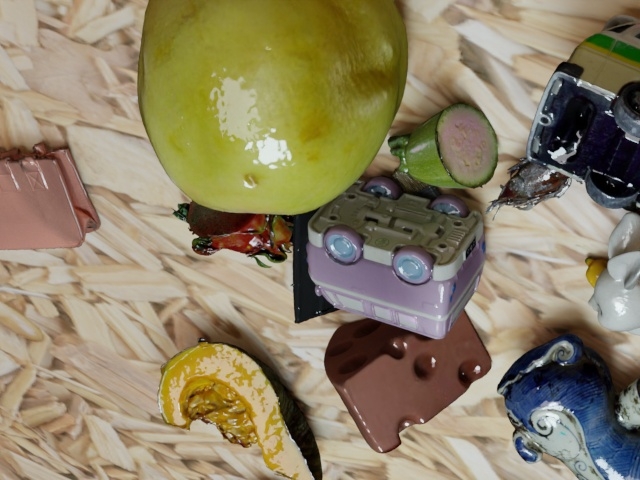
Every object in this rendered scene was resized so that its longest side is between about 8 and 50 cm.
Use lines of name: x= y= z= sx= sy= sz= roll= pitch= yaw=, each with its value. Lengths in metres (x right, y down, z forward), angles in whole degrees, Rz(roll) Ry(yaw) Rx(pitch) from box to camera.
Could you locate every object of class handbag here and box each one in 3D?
handbag: x=-0.441 y=-0.064 z=1.865 sx=0.213 sy=0.059 sz=0.157 roll=-2 pitch=120 yaw=29

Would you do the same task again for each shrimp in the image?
shrimp: x=0.254 y=-0.070 z=1.475 sx=0.165 sy=0.065 sz=0.056 roll=-30 pitch=71 yaw=44

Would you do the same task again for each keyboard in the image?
keyboard: x=0.000 y=0.000 z=1.652 sx=0.017 sy=0.087 sz=0.250 roll=48 pitch=145 yaw=46

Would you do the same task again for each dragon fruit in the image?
dragon fruit: x=-0.095 y=-0.022 z=1.658 sx=0.175 sy=0.138 sz=0.142 roll=34 pitch=171 yaw=-21

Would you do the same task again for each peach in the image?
peach: x=-0.064 y=-0.195 z=1.419 sx=0.281 sy=0.314 sz=0.315 roll=8 pitch=123 yaw=44

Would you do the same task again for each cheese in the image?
cheese: x=0.094 y=0.190 z=1.657 sx=0.203 sy=0.177 sz=0.128 roll=-15 pitch=112 yaw=36

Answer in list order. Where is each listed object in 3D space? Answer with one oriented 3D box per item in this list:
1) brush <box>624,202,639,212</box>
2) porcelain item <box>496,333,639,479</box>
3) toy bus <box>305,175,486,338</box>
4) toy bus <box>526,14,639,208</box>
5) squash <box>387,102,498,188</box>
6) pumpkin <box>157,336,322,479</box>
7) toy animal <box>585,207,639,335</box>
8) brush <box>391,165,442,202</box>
brush: x=0.460 y=0.000 z=1.415 sx=0.323 sy=0.051 sz=0.070 roll=33 pitch=124 yaw=10
porcelain item: x=0.366 y=0.234 z=1.568 sx=0.288 sy=0.138 sz=0.186 roll=45 pitch=120 yaw=-5
toy bus: x=0.091 y=0.020 z=1.558 sx=0.202 sy=0.142 sz=0.142 roll=17 pitch=134 yaw=24
toy bus: x=0.386 y=-0.113 z=1.291 sx=0.305 sy=0.179 sz=0.143 roll=25 pitch=145 yaw=13
squash: x=0.130 y=-0.101 z=1.510 sx=0.132 sy=0.105 sz=0.105 roll=-13 pitch=114 yaw=48
pumpkin: x=-0.092 y=0.227 z=1.849 sx=0.279 sy=0.111 sz=0.163 roll=23 pitch=116 yaw=14
toy animal: x=0.366 y=0.050 z=1.458 sx=0.127 sy=0.131 sz=0.182 roll=-32 pitch=118 yaw=32
brush: x=0.153 y=-0.029 z=1.587 sx=0.043 sy=0.014 sz=0.170 roll=-28 pitch=106 yaw=43
